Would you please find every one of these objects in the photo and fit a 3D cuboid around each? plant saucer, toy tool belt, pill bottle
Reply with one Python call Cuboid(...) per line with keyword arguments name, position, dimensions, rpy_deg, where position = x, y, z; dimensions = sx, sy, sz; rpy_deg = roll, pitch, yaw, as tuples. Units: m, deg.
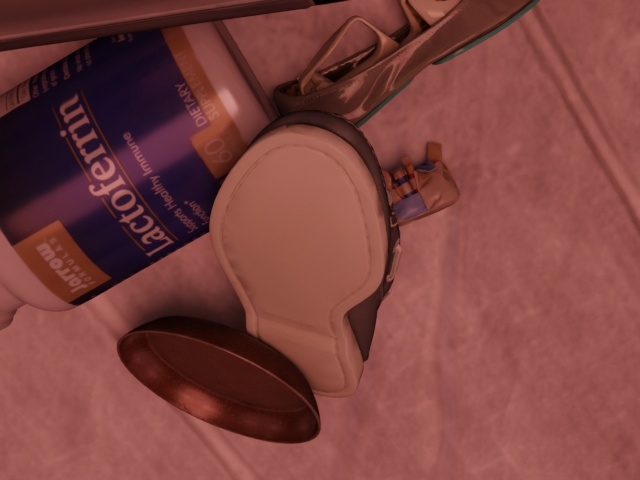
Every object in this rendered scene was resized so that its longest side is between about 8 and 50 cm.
Cuboid(name="plant saucer", position=(-0.074, 0.104, 0.893), dimensions=(0.168, 0.168, 0.029), rpy_deg=(35, 59, -20))
Cuboid(name="toy tool belt", position=(0.063, -0.039, 0.898), dimensions=(0.083, 0.052, 0.051), rpy_deg=(-22, 82, -3))
Cuboid(name="pill bottle", position=(-0.161, -0.044, 0.800), dimensions=(0.265, 0.153, 0.153), rpy_deg=(-30, 113, 4))

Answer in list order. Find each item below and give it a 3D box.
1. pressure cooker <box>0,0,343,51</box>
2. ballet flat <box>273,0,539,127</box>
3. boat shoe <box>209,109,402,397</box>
Cuboid(name="pressure cooker", position=(-0.094, -0.284, 0.579), dimensions=(0.421, 0.369, 0.375), rpy_deg=(-7, 140, 5))
Cuboid(name="ballet flat", position=(0.060, -0.145, 0.838), dimensions=(0.213, 0.072, 0.068), rpy_deg=(-35, 108, 7))
Cuboid(name="boat shoe", position=(0.000, 0.000, 0.797), dimensions=(0.116, 0.099, 0.319), rpy_deg=(16, 150, 11))
